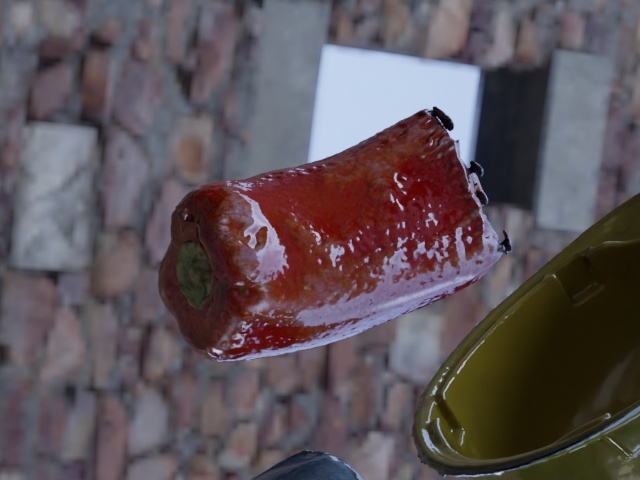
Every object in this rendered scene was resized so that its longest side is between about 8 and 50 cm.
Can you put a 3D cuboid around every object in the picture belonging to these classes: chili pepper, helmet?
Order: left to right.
[{"bbox_3d":[0.000,0.000,0.726,0.070,0.123,0.073,22,-53,65],"label":"chili pepper"},{"bbox_3d":[0.179,0.086,1.015,0.205,0.257,0.140,-9,-63,54],"label":"helmet"}]

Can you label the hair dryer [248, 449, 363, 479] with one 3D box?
[{"bbox_3d":[-0.024,0.149,0.383,0.235,0.091,0.272,-51,-167,-16],"label":"hair dryer"}]
